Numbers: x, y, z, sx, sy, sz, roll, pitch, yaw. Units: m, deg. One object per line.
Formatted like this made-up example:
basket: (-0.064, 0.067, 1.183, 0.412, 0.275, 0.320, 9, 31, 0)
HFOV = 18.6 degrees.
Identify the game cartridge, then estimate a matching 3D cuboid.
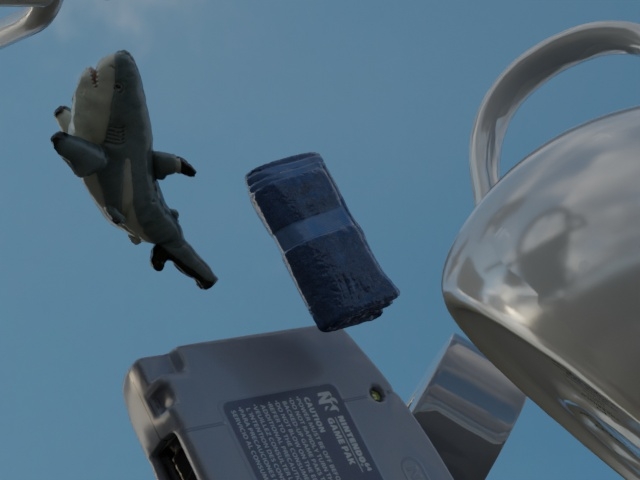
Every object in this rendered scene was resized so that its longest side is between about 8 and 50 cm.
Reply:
game cartridge: (0.012, 0.191, 1.245, 0.196, 0.294, 0.060, -8, -29, -38)

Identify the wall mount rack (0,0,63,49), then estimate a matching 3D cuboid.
wall mount rack: (-0.209, -0.139, 0.799, 0.350, 0.130, 0.304, -4, -44, -37)

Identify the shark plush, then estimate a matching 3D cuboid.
shark plush: (-0.110, -0.036, 1.227, 0.067, 0.073, 0.161, -29, -83, 4)

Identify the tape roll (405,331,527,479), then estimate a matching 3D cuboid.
tape roll: (0.074, 0.179, 1.484, 0.072, 0.219, 0.219, 31, -56, 3)

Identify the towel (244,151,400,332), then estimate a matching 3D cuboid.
towel: (0.000, 0.000, 1.284, 0.067, 0.119, 0.029, -17, -15, -43)

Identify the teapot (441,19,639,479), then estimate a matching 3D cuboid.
teapot: (0.187, 0.019, 0.854, 0.256, 0.252, 0.187, 40, -96, -7)
